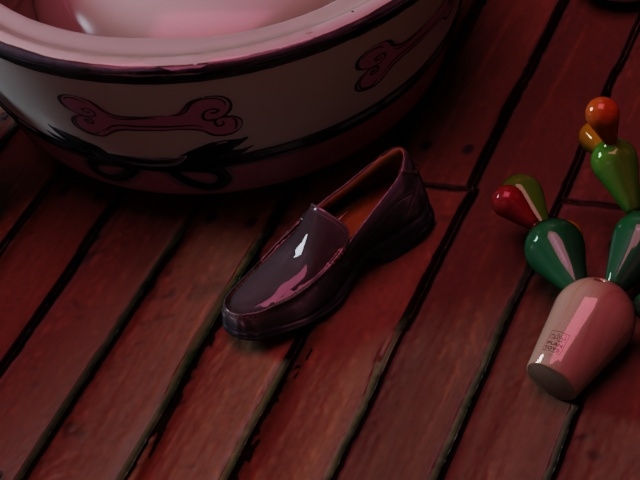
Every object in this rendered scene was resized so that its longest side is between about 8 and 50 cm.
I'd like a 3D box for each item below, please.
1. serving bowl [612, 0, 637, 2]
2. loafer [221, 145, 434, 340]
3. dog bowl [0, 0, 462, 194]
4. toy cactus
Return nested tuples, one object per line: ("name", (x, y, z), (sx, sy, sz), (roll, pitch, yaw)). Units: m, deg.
("serving bowl", (0.234, -0.204, 1.372), (0.083, 0.027, 0.083), (-9, 39, 7))
("loafer", (0.000, 0.000, 1.164), (0.062, 0.061, 0.170), (27, 54, 38))
("dog bowl", (-0.078, -0.198, 1.314), (0.408, 0.150, 0.408), (-4, 45, 4))
("toy cactus", (0.184, 0.013, 1.079), (0.219, 0.112, 0.180), (23, 61, 26))
